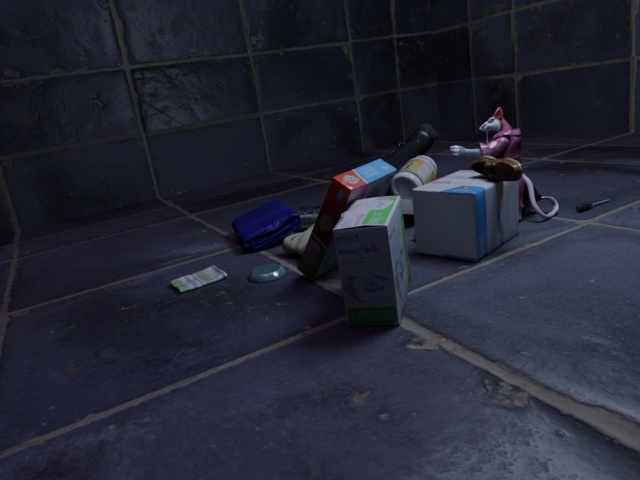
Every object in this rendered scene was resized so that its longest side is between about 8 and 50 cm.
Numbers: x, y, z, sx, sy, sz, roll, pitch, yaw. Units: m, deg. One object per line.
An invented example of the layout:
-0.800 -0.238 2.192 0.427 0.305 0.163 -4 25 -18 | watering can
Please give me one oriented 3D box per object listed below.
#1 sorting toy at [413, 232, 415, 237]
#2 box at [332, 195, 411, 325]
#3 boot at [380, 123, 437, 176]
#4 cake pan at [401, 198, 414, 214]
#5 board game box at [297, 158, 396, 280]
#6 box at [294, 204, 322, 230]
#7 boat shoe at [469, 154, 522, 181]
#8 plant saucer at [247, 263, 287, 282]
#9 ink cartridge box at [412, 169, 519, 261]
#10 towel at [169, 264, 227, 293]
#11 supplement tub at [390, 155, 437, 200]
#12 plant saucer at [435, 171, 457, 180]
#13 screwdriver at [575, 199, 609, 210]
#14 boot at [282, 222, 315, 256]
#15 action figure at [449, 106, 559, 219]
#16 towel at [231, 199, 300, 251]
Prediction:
0.345 -0.024 1.621 0.061 0.042 0.102 -14 20 48 | sorting toy
0.127 0.038 1.181 0.126 0.231 0.262 -4 16 17 | box
0.337 -0.315 2.363 0.146 0.367 0.445 36 57 10 | boot
0.233 -0.127 1.842 0.293 0.054 0.293 3 5 0 | cake pan
0.074 -0.058 1.416 0.064 0.316 0.242 37 37 20 | board game box
0.007 -0.093 1.980 0.232 0.059 0.183 -3 17 17 | box
0.480 -0.194 1.385 0.060 0.064 0.178 -14 20 -16 | boat shoe
-0.161 0.095 1.512 0.119 0.021 0.119 -8 16 2 | plant saucer
0.432 -0.084 1.477 0.198 0.197 0.270 10 24 44 | ink cartridge box
-0.376 0.117 1.547 0.152 0.023 0.113 -19 18 -29 | towel
0.396 -0.259 2.114 0.144 0.144 0.200 4 35 36 | supplement tub
0.618 -0.246 2.189 0.258 0.048 0.259 -19 18 -30 | plant saucer
0.906 -0.124 1.668 0.170 0.025 0.024 -18 19 -25 | screwdriver
0.000 0.000 1.647 0.213 0.077 0.165 -23 20 -24 | boot
0.593 -0.240 1.617 0.275 0.370 0.248 12 29 42 | action figure
-0.208 -0.056 1.895 0.227 0.076 0.308 -27 22 -10 | towel
